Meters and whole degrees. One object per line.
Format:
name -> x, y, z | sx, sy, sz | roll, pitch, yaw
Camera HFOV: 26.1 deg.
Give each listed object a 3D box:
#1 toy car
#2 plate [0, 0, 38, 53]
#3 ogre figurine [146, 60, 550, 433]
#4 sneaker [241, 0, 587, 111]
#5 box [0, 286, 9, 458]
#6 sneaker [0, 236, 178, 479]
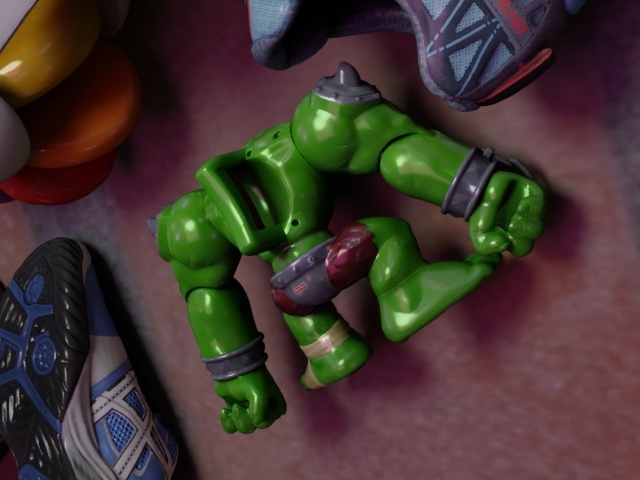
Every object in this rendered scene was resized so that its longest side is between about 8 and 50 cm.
toy car -> -0.173, -0.079, 0.730 | 0.182, 0.159, 0.136 | 5, 142, 35
plate -> -0.103, -0.254, 0.582 | 0.278, 0.045, 0.277 | -43, 42, 36
ogre figurine -> 0.000, 0.000, 0.639 | 0.118, 0.097, 0.197 | 53, 139, -2
sneaker -> -0.014, -0.139, 0.578 | 0.262, 0.104, 0.125 | 31, 95, 26
box -> -0.391, 0.041, 0.800 | 0.343, 0.312, 0.179 | 51, 126, 14
sneaker -> -0.131, 0.102, 0.780 | 0.080, 0.081, 0.211 | -20, 73, 40
